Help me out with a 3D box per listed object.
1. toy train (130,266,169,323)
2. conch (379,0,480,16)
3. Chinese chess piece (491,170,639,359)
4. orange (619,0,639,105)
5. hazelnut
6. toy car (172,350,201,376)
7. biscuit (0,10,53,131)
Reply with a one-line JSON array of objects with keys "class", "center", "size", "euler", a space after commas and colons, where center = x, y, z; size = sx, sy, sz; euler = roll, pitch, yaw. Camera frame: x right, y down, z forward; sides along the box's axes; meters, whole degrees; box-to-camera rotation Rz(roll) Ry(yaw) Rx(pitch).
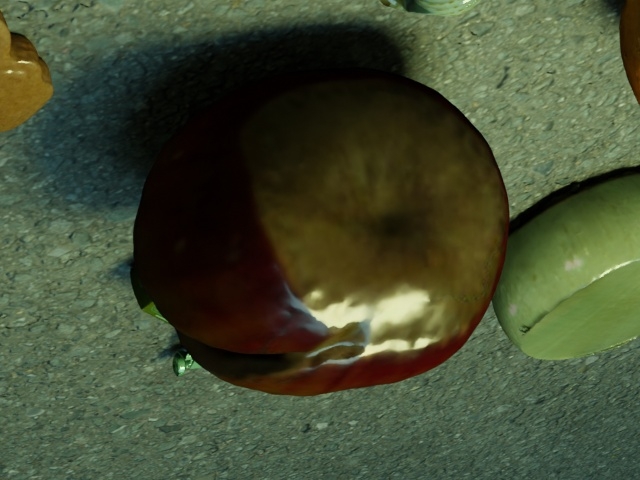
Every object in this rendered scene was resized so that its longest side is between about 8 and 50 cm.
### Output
[{"class": "toy train", "center": [-0.118, 0.029, 1.937], "size": [0.225, 0.090, 0.137], "euler": [-37, 138, 21]}, {"class": "conch", "center": [0.099, -0.284, 1.489], "size": [0.135, 0.102, 0.153], "euler": [-16, 122, 15]}, {"class": "Chinese chess piece", "center": [0.417, 0.039, 2.270], "size": [0.349, 0.146, 0.349], "euler": [-17, 154, -9]}, {"class": "orange", "center": [0.448, -0.228, 1.715], "size": [0.240, 0.240, 0.240], "euler": [-16, 153, -9]}, {"class": "hazelnut", "center": [0.000, 0.000, 1.682], "size": [0.409, 0.359, 0.359], "euler": [-7, 150, -18]}, {"class": "toy car", "center": [-0.159, 0.142, 2.158], "size": [0.073, 0.054, 0.143], "euler": [-6, 154, -25]}, {"class": "biscuit", "center": [-0.390, -0.164, 1.428], "size": [0.202, 0.047, 0.334], "euler": [-36, 150, 27]}]
